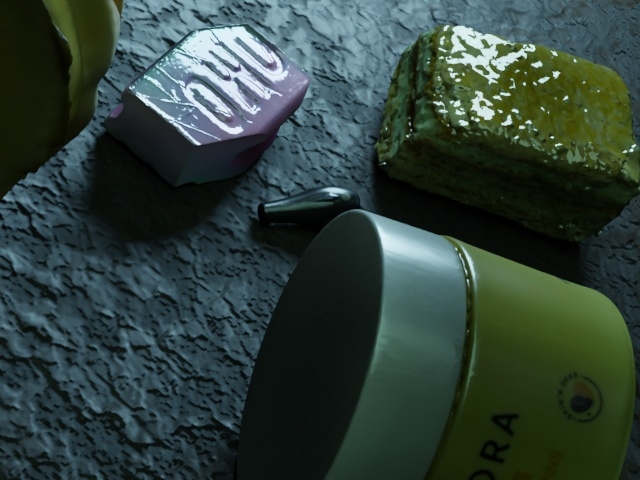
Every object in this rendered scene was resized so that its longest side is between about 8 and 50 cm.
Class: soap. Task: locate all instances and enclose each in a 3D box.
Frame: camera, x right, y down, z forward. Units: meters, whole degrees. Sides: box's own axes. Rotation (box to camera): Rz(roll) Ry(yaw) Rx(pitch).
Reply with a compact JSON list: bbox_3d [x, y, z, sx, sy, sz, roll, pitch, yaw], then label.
[{"bbox_3d":[-0.077,-0.103,1.442,0.100,0.056,0.149,42,46,2],"label":"soap"}]

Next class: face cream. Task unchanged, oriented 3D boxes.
[{"bbox_3d":[0.071,0.109,1.245,0.179,0.218,0.218,19,48,-18],"label":"face cream"}]

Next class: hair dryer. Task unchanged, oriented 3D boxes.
[{"bbox_3d":[0.000,0.000,1.430,0.079,0.031,0.083,-10,69,-24],"label":"hair dryer"}]

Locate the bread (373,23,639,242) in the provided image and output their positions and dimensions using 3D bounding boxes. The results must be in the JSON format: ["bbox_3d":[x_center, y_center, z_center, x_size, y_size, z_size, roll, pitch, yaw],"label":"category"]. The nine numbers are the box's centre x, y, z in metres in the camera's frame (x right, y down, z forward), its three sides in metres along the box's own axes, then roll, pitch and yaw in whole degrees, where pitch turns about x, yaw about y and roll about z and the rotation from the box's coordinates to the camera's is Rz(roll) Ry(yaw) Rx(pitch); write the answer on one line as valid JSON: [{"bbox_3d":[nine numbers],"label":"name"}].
[{"bbox_3d":[0.151,-0.089,1.534,0.196,0.102,0.138,19,45,-14],"label":"bread"}]

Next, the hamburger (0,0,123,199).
[{"bbox_3d":[-0.250,-0.177,1.272,0.276,0.276,0.237,30,35,-7],"label":"hamburger"}]
